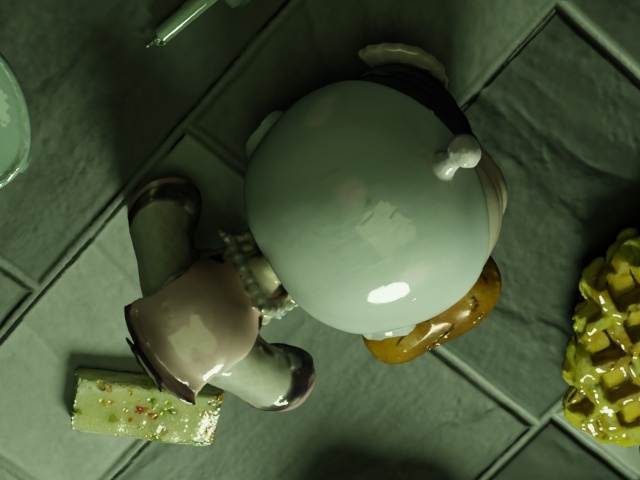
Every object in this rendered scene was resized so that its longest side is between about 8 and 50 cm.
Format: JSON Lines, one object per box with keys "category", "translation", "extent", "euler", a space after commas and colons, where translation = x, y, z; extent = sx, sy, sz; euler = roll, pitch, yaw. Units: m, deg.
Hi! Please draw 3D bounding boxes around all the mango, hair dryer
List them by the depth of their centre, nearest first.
{"category": "hair dryer", "translation": [-0.118, -0.219, 1.477], "extent": [0.124, 0.038, 0.063], "euler": [-37, 111, 19]}
{"category": "mango", "translation": [0.102, 0.061, 1.595], "extent": [0.159, 0.084, 0.105], "euler": [-40, 106, 12]}

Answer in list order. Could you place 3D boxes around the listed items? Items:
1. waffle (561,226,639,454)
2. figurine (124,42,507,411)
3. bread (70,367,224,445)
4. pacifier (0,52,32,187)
{"category": "waffle", "translation": [0.396, 0.089, 1.646], "extent": [0.302, 0.068, 0.325], "euler": [13, 111, -11]}
{"category": "figurine", "translation": [0.005, 0.007, 1.488], "extent": [0.361, 0.211, 0.253], "euler": [-33, 110, 10]}
{"category": "bread", "translation": [-0.179, 0.171, 1.648], "extent": [0.154, 0.028, 0.068], "euler": [9, 115, -8]}
{"category": "pacifier", "translation": [-0.415, -0.047, 1.395], "extent": [0.288, 0.269, 0.343], "euler": [23, 107, -15]}
